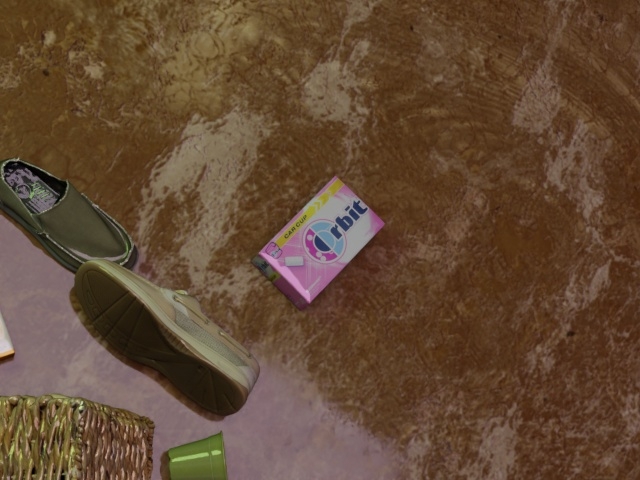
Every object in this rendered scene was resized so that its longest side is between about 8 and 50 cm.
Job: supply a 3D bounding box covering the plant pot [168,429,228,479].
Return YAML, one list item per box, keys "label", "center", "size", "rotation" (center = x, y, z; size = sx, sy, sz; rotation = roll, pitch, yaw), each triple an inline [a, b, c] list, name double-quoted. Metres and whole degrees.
- label: "plant pot"
  center: [-0.173, 0.314, 1.748]
  size: [0.079, 0.083, 0.083]
  rotation: [-6, 77, -4]

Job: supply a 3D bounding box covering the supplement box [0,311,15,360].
- label: "supplement box"
  center: [-0.472, 0.124, 1.730]
  size: [0.062, 0.036, 0.098]
  rotation: [-19, 82, -19]

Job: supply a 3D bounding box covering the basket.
- label: "basket"
  center: [-0.369, 0.367, 1.667]
  size: [0.213, 0.223, 0.299]
  rotation: [-3, 75, 17]

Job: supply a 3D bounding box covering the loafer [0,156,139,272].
- label: "loafer"
  center: [-0.371, -0.032, 1.771]
  size: [0.251, 0.087, 0.094]
  rotation: [33, 70, -5]

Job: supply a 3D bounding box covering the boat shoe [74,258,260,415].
- label: "boat shoe"
  center: [-0.216, 0.123, 1.773]
  size: [0.302, 0.109, 0.098]
  rotation: [38, 37, -5]

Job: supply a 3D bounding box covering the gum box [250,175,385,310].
- label: "gum box"
  center: [0.000, 0.000, 1.879]
  size: [0.107, 0.062, 0.188]
  rotation: [45, 69, -1]
